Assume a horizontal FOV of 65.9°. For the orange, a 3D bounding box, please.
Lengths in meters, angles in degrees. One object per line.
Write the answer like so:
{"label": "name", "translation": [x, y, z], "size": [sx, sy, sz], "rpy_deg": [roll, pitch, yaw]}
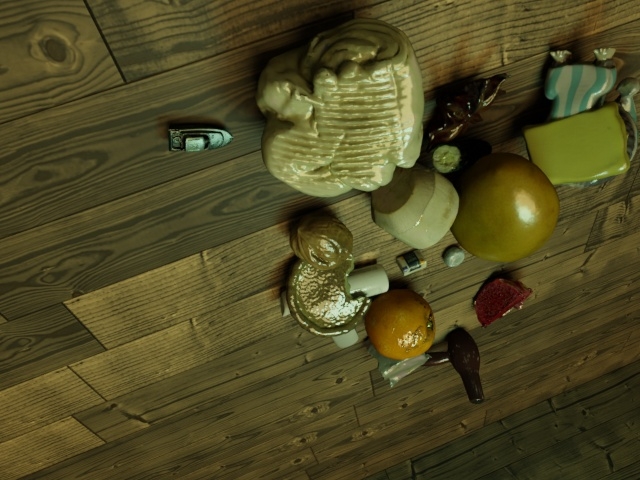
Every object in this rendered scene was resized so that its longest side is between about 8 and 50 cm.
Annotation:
{"label": "orange", "translation": [0.272, 0.287, 1.703], "size": [0.246, 0.246, 0.246], "rpy_deg": [-13, 136, -13]}

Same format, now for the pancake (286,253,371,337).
{"label": "pancake", "translation": [0.031, 0.153, 1.488], "size": [0.286, 0.033, 0.288], "rpy_deg": [17, 93, -18]}

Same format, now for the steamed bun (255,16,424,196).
{"label": "steamed bun", "translation": [0.037, -0.278, 1.039], "size": [0.339, 0.247, 0.352], "rpy_deg": [-8, 129, 5]}

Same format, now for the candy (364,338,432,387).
{"label": "candy", "translation": [0.293, 0.423, 1.881], "size": [0.195, 0.184, 0.137], "rpy_deg": [-36, 141, 10]}

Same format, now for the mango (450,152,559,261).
{"label": "mango", "translation": [0.493, -0.090, 1.358], "size": [0.232, 0.300, 0.445], "rpy_deg": [-46, 159, -10]}

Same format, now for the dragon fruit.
{"label": "dragon fruit", "translation": [0.717, 0.222, 1.943], "size": [0.161, 0.126, 0.274], "rpy_deg": [-8, 145, -32]}

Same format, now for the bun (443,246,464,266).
{"label": "bun", "translation": [0.459, 0.055, 1.701], "size": [0.083, 0.045, 0.083], "rpy_deg": [-15, 139, -13]}

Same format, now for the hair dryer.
{"label": "hair dryer", "translation": [0.494, 0.534, 2.052], "size": [0.341, 0.312, 0.123], "rpy_deg": [-12, 139, 15]}

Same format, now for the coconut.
{"label": "coconut", "translation": [0.253, -0.096, 1.329], "size": [0.241, 0.241, 0.241], "rpy_deg": [-13, 136, -13]}

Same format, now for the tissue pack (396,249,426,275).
{"label": "tissue pack", "translation": [0.300, 0.072, 1.628], "size": [0.083, 0.062, 0.042], "rpy_deg": [-21, 139, -5]}

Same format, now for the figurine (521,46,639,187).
{"label": "figurine", "translation": [0.748, -0.345, 1.386], "size": [0.378, 0.266, 0.361], "rpy_deg": [-27, 120, -49]}

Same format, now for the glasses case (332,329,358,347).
{"label": "glasses case", "translation": [0.072, 0.311, 1.755], "size": [0.092, 0.059, 0.233], "rpy_deg": [-26, 138, 2]}

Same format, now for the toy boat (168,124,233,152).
{"label": "toy boat", "translation": [-0.260, -0.223, 1.078], "size": [0.141, 0.060, 0.055], "rpy_deg": [-7, 133, -24]}

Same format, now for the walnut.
{"label": "walnut", "translation": [0.000, 0.000, 1.353], "size": [0.155, 0.155, 0.184], "rpy_deg": [-44, 133, 18]}

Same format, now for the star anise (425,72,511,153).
{"label": "star anise", "translation": [0.348, -0.336, 1.241], "size": [0.272, 0.102, 0.272], "rpy_deg": [-32, 164, -10]}

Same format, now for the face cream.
{"label": "face cream", "translation": [0.040, 0.158, 1.561], "size": [0.346, 0.102, 0.102], "rpy_deg": [-13, 136, -15]}

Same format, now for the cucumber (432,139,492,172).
{"label": "cucumber", "translation": [0.390, -0.235, 1.330], "size": [0.241, 0.074, 0.074], "rpy_deg": [-21, 144, -43]}
